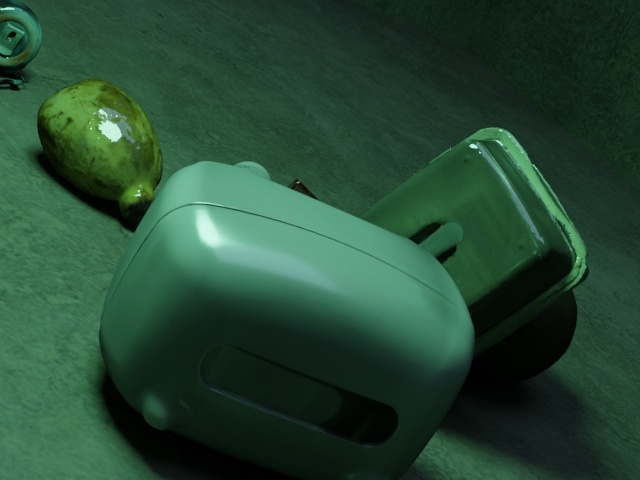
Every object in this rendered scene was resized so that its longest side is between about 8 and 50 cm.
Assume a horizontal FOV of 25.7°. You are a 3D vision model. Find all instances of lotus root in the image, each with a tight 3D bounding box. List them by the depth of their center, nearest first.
[{"bbox_3d":[-0.260,-0.112,1.721,0.214,0.138,0.138,49,25,25],"label":"lotus root"}]

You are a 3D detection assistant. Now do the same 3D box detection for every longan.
[{"bbox_3d":[0.229,0.088,1.778,0.198,0.198,0.212,39,11,32],"label":"longan"}]

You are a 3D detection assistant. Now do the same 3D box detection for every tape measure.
[{"bbox_3d":[-0.432,-0.263,1.900,0.104,0.107,0.180,27,14,-14],"label":"tape measure"}]

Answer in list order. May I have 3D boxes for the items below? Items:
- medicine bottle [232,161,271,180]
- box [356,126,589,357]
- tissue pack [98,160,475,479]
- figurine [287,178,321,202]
[{"bbox_3d":[-0.104,-0.058,1.858,0.080,0.080,0.130,27,17,-4],"label":"medicine bottle"},{"bbox_3d":[0.149,0.026,1.615,0.220,0.290,0.166,59,17,21],"label":"box"},{"bbox_3d":[-0.029,0.091,1.307,0.333,0.229,0.236,22,27,-17],"label":"tissue pack"},{"bbox_3d":[0.001,0.000,1.887,0.098,0.082,0.154,38,6,-47],"label":"figurine"}]
